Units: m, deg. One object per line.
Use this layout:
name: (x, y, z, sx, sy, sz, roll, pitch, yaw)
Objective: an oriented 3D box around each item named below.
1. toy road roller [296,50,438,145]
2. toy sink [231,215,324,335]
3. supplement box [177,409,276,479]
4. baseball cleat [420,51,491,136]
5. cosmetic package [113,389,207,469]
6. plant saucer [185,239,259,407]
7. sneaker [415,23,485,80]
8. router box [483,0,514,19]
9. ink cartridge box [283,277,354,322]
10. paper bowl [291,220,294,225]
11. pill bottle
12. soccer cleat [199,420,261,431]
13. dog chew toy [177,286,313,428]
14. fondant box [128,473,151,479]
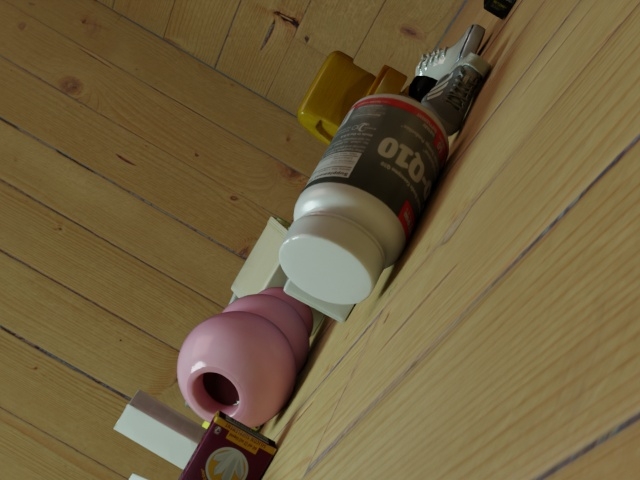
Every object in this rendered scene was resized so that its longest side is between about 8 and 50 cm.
toy road roller: (0.085, -0.210, 1.918, 0.202, 0.241, 0.329, -60, 2, -9)
toy sink: (-0.043, 0.043, 2.105, 0.234, 0.153, 0.131, -60, 32, 7)
supplement box: (-0.156, 0.363, 1.596, 0.188, 0.104, 0.081, -60, 3, -4)
baseball cleat: (0.211, -0.236, 1.659, 0.109, 0.072, 0.206, -51, 10, 30)
cosmetic package: (-0.249, 0.365, 1.927, 0.060, 0.239, 0.099, -59, 2, 6)
plant saucer: (-0.174, 0.196, 2.342, 0.400, 0.101, 0.400, -156, 90, -87)
sneaker: (0.237, -0.337, 2.110, 0.094, 0.091, 0.258, -62, 3, -41)
router box: (0.358, -0.491, 1.998, 0.133, 0.046, 0.179, -59, 3, 21)
ink cartridge box: (0.037, 0.008, 1.787, 0.197, 0.114, 0.273, -61, 3, 6)
paper bowl: (0.000, 0.000, 2.378, 0.284, 0.148, 0.284, -61, 1, 2)
pill bottle: (0.062, -0.058, 1.482, 0.283, 0.161, 0.161, -62, 3, -36)
soccer cleat: (-0.166, 0.364, 2.083, 0.121, 0.094, 0.289, 41, 115, 51)
dog chew toy: (-0.114, 0.189, 1.895, 0.206, 0.207, 0.332, -59, -5, 32)
fondant box: (-0.253, 0.482, 1.381, 0.238, 0.096, 0.330, -6, 52, 60)
